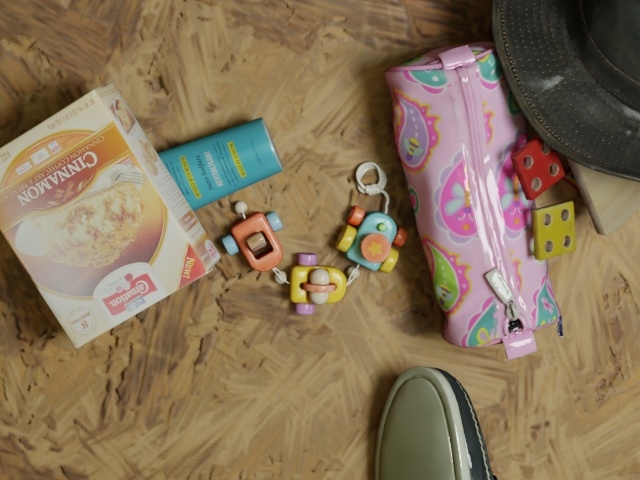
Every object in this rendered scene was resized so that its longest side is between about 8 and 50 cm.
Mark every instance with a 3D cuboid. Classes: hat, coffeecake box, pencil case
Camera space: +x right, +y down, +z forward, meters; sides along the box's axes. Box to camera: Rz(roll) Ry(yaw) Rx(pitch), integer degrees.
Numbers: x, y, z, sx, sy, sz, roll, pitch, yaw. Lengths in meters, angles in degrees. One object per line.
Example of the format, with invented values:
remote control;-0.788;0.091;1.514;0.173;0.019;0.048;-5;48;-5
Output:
hat;0.321;-0.199;1.365;0.331;0.134;0.331;5;68;-13
coffeecake box;-0.199;-0.022;1.374;0.142;0.068;0.185;-30;97;13
pencil case;0.142;-0.038;1.425;0.124;0.124;0.284;-13;99;-7

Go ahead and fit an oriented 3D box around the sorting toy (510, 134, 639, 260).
sorting toy;0.262;-0.091;1.448;0.274;0.046;0.132;-40;118;-27

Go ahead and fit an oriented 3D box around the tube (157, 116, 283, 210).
tube;-0.138;-0.050;1.419;0.207;0.052;0.080;-22;92;2

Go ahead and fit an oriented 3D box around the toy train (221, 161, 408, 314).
toy train;0.000;0.000;1.444;0.166;0.046;0.125;-25;101;-5

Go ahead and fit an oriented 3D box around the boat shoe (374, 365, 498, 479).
boat shoe;0.139;0.279;1.475;0.113;0.127;0.340;-10;92;-37
